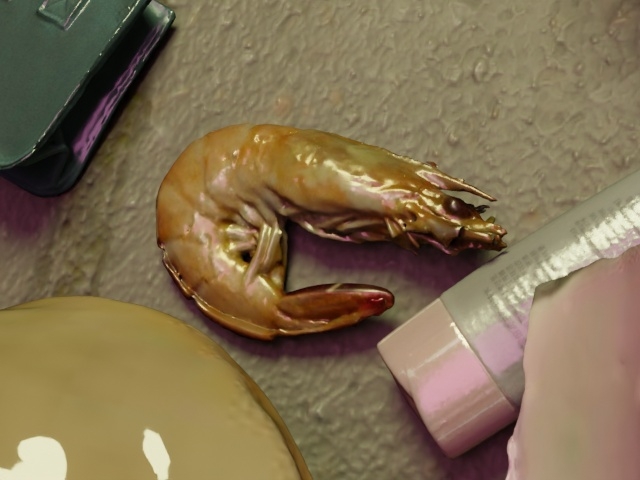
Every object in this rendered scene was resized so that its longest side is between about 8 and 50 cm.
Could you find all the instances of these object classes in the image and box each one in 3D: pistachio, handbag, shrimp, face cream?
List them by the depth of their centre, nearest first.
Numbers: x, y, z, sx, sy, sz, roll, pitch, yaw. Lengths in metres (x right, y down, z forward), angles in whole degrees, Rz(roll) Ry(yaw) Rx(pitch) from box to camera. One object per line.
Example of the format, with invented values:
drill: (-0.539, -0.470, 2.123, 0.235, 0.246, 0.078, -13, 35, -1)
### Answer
pistachio: (-0.141, 0.241, 0.578, 0.365, 0.281, 0.445, -13, 65, 27)
face cream: (0.131, 0.035, 0.678, 0.198, 0.057, 0.084, -35, 63, 7)
shrimp: (-0.001, -0.001, 0.737, 0.236, 0.053, 0.133, 10, 74, 25)
handbag: (-0.227, -0.148, 0.862, 0.229, 0.062, 0.179, 28, 80, 25)

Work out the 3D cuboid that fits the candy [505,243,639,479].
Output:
candy: (0.158, 0.137, 0.532, 0.116, 0.155, 0.265, 11, 70, -17)
